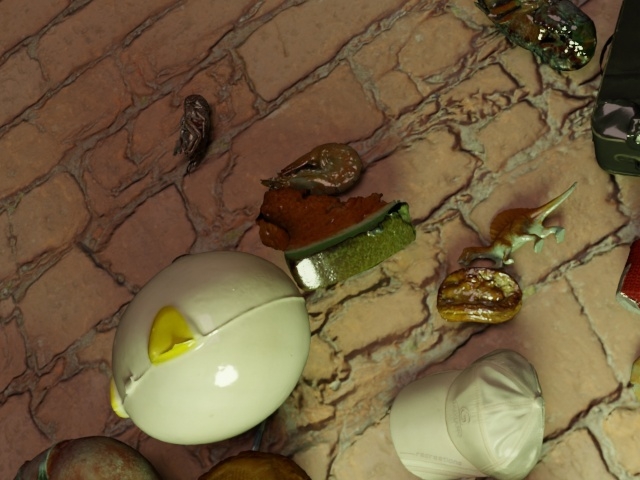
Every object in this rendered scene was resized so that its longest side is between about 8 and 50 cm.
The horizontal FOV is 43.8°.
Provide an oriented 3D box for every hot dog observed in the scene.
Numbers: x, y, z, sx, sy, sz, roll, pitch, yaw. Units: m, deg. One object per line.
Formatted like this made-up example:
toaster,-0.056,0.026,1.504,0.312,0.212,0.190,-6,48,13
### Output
hot dog,0.268,0.098,1.359,0.147,0.065,0.099,1,62,25

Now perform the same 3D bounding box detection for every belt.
belt,0.556,0.079,1.207,0.201,0.128,0.124,17,75,27

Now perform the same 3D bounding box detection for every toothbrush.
toothbrush,-0.118,0.365,1.438,0.019,0.016,0.219,6,71,27

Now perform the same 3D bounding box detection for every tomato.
tomato,-0.402,0.493,1.347,0.317,0.282,0.316,-17,51,23

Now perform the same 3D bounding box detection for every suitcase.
suitcase,0.607,-0.294,1.302,0.283,0.194,0.433,12,74,27

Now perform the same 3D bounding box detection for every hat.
hat,0.225,0.273,1.264,0.226,0.164,0.219,-3,65,-1

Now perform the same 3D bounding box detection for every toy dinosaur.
toy dinosaur,0.349,-0.020,1.392,0.142,0.057,0.212,20,65,48

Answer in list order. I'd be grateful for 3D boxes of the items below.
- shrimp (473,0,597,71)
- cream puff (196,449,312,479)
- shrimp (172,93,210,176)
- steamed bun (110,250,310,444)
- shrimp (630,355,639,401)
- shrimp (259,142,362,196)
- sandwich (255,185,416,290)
shrimp,0.396,-0.461,1.513,0.172,0.137,0.372,-20,64,-28
cream puff,-0.111,0.497,1.259,0.303,0.212,0.303,-26,28,15
shrimp,-0.278,-0.230,1.729,0.073,0.075,0.190,7,80,-8
steamed bun,-0.187,0.182,1.351,0.374,0.334,0.333,-50,50,42
shrimp,0.553,0.232,1.194,0.180,0.041,0.099,31,84,30
shrimp,-0.019,-0.134,1.588,0.217,0.051,0.115,-10,59,20
sandwich,0.000,0.000,1.471,0.250,0.162,0.301,-29,37,-26
